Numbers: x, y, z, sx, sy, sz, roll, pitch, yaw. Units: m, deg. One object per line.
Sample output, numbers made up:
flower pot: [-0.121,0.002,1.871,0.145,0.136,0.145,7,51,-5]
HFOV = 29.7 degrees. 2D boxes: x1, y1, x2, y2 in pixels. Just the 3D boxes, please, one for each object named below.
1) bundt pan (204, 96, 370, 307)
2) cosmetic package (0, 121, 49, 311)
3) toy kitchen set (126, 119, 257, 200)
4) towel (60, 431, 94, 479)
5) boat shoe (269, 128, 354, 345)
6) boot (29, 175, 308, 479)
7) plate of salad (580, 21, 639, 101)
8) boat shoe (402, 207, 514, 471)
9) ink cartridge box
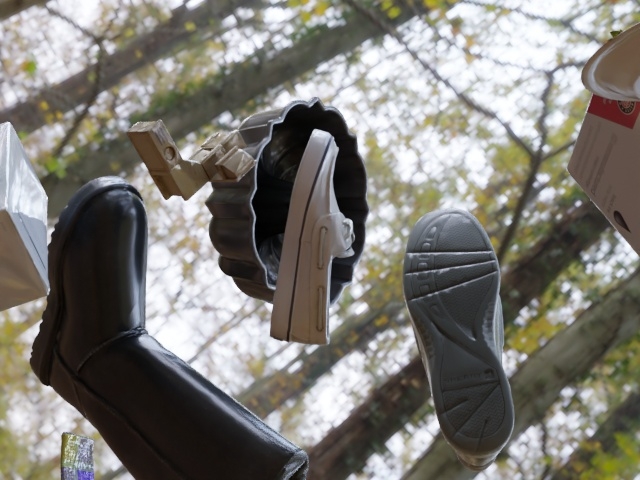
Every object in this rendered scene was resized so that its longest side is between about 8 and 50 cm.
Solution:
bundt pan: [-0.059,-0.053,1.844,0.124,0.331,0.331,3,-56,33]
cosmetic package: [-0.467,-0.011,1.503,0.225,0.224,0.138,-111,-178,-56]
toy kitchen set: [-0.104,-0.086,1.049,0.068,0.083,0.075,3,-50,46]
towel: [-0.245,0.236,1.222,0.009,0.083,0.060,-11,-23,17]
boat shoe: [0.000,0.000,1.499,0.088,0.268,0.096,11,1,3]
boot: [-0.194,0.175,1.608,0.445,0.146,0.367,41,-51,31]
plate of salad: [0.258,-0.131,0.744,0.200,0.199,0.048,-31,-116,58]
boat shoe: [0.166,0.113,1.450,0.103,0.118,0.321,83,-2,-63]
ink cartridge box: [0.384,-0.053,1.165,0.283,0.117,0.207,56,-23,30]
